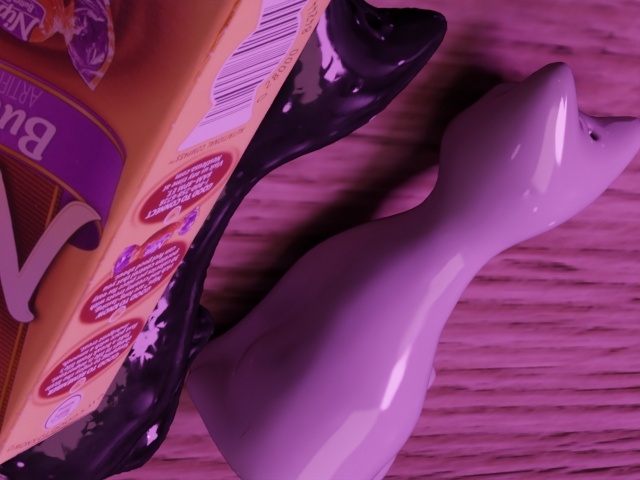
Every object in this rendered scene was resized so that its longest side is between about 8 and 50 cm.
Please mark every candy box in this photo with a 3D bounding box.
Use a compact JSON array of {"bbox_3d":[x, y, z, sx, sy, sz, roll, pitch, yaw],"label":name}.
[{"bbox_3d":[-0.080,-0.037,0.432,0.053,0.109,0.186,-29,157,-49],"label":"candy box"}]

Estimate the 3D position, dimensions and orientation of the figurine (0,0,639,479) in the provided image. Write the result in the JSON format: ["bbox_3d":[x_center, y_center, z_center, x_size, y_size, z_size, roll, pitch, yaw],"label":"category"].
[{"bbox_3d":[0.000,0.000,0.568,0.215,0.092,0.209,16,123,-46],"label":"figurine"}]
